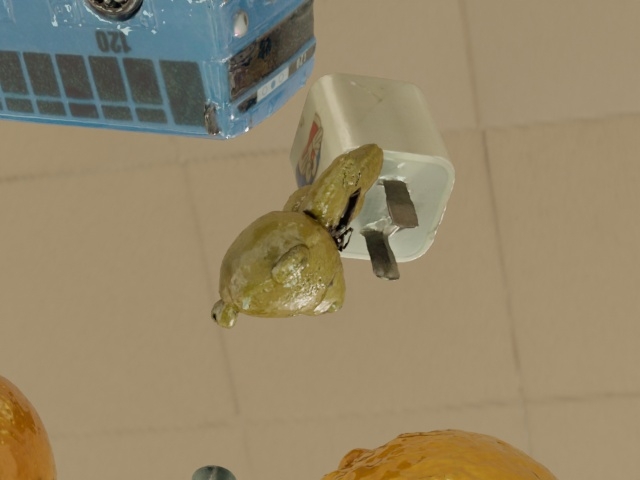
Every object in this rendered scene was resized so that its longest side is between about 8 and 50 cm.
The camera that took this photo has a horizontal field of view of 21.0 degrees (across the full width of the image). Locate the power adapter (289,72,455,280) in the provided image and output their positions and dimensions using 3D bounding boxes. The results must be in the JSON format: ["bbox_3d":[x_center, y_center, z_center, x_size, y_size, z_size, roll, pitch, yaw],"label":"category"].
[{"bbox_3d":[0.054,-0.049,1.633,0.125,0.205,0.130,6,125,-17],"label":"power adapter"}]

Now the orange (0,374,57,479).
[{"bbox_3d":[-0.292,0.170,1.200,0.219,0.193,0.219,-6,138,-5],"label":"orange"}]

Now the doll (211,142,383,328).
[{"bbox_3d":[0.000,0.000,1.371,0.097,0.209,0.137,44,135,0],"label":"doll"}]

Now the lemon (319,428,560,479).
[{"bbox_3d":[0.051,0.148,0.707,0.142,0.187,0.142,0,112,1],"label":"lemon"}]

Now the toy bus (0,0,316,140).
[{"bbox_3d":[-0.119,-0.132,1.018,0.234,0.116,0.134,8,122,31],"label":"toy bus"}]

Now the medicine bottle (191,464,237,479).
[{"bbox_3d":[-0.102,0.275,1.445,0.053,0.208,0.090,21,125,-9],"label":"medicine bottle"}]
